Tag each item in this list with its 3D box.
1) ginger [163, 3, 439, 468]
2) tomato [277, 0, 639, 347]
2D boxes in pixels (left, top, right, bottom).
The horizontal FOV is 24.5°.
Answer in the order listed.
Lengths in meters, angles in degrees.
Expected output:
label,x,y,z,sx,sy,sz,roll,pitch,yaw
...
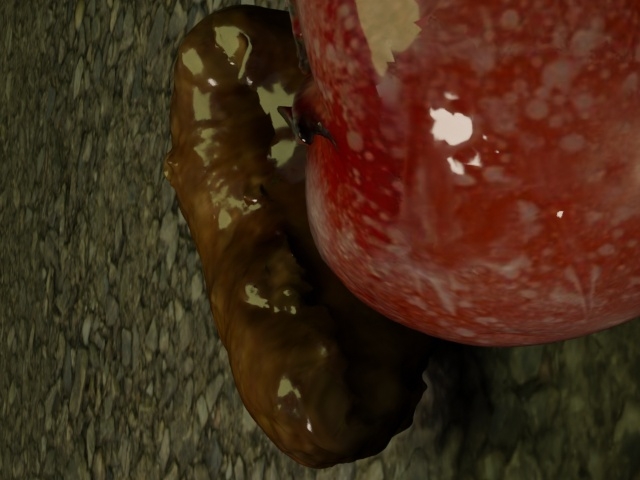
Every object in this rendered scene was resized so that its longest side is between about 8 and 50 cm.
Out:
label,x,y,z,sx,sy,sz,roll,pitch,yaw
ginger,0.000,0.000,0.921,0.165,0.172,0.321,-28,59,17
tomato,0.094,-0.087,0.636,0.270,0.227,0.270,179,90,-88
